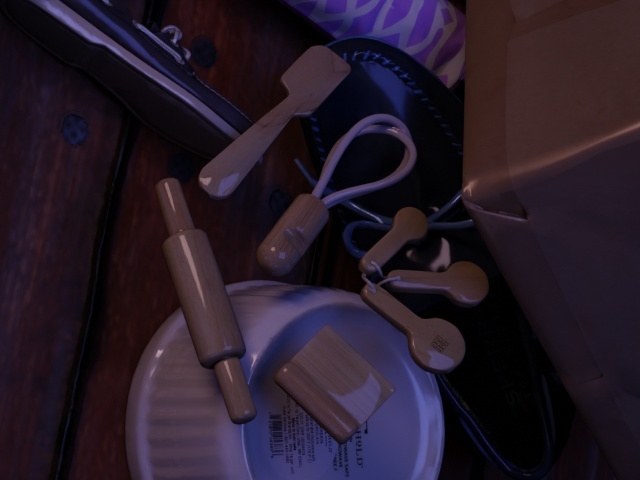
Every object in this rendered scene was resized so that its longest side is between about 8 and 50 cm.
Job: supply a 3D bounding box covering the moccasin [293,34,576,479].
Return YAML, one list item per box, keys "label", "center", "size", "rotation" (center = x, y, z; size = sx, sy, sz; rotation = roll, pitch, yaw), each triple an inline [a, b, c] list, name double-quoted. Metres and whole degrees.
- label: "moccasin"
  center: [0.097, 0.013, 1.194]
  size: [0.342, 0.137, 0.117]
  rotation: [56, 14, -15]

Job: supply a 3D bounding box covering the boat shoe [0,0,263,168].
- label: "boat shoe"
  center: [-0.109, -0.122, 1.120]
  size: [0.206, 0.075, 0.065]
  rotation: [36, 67, -22]

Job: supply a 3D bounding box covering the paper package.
- label: "paper package"
  center: [0.231, -0.045, 1.189]
  size: [0.309, 0.168, 0.325]
  rotation: [58, 23, -31]

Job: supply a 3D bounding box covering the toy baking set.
- label: "toy baking set"
  center: [-0.006, 0.003, 1.083]
  size: [0.196, 0.030, 0.256]
  rotation: [-16, 71, -24]

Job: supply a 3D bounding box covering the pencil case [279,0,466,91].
- label: "pencil case"
  center: [0.019, -0.171, 1.219]
  size: [0.206, 0.086, 0.088]
  rotation: [35, 88, -26]

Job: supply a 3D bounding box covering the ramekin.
- label: "ramekin"
  center: [-0.014, 0.126, 1.132]
  size: [0.207, 0.109, 0.207]
  rotation: [5, 81, -36]
